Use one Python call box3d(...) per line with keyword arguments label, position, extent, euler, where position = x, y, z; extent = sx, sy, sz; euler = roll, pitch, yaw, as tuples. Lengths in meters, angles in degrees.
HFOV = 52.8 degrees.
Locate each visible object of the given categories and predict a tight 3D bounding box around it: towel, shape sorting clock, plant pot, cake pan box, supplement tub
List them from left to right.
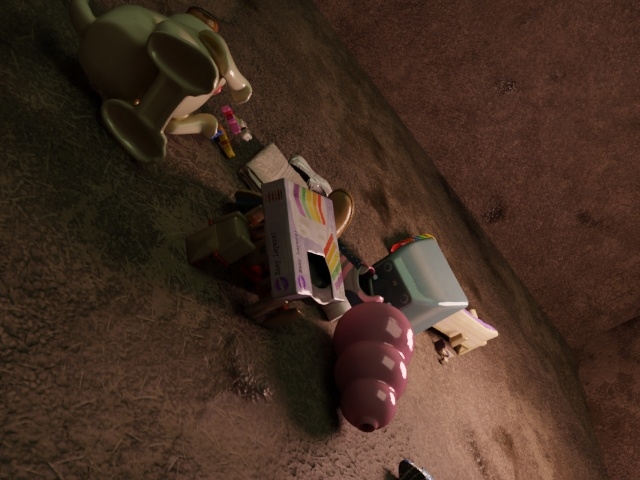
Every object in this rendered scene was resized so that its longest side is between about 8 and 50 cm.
box3d(label="shape sorting clock", position=(-0.120, -0.070, 1.601), extent=(0.206, 0.206, 0.040), euler=(38, 67, -36))
box3d(label="towel", position=(-0.128, -0.178, 1.865), extent=(0.187, 0.049, 0.282), euler=(52, 24, -13))
box3d(label="cake pan box", position=(-0.036, 0.016, 1.439), extent=(0.246, 0.070, 0.266), euler=(19, 61, -60))
box3d(label="supplement tub", position=(0.030, 0.154, 1.718), extent=(0.107, 0.071, 0.071), euler=(62, 24, 10))
box3d(label="plant pot", position=(0.245, 0.146, 1.943), extent=(0.252, 0.248, 0.247), euler=(4, 56, -55))

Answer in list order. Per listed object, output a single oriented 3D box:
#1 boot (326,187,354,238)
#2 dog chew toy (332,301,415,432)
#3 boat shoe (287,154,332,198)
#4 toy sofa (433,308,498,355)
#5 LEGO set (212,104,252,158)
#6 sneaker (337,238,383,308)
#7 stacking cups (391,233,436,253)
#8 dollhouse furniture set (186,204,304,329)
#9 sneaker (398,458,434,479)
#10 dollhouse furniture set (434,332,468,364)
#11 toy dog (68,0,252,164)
box3d(label="boot", position=(0.000, 0.000, 1.681), extent=(0.089, 0.236, 0.269), euler=(23, 21, 6))
box3d(label="dog chew toy", position=(0.124, 0.307, 1.559), extent=(0.206, 0.207, 0.331), euler=(44, 34, -26))
box3d(label="boat shoe", position=(-0.036, -0.190, 2.043), extent=(0.184, 0.066, 0.063), euler=(52, 38, -16))
box3d(label="toy sofa", position=(0.463, 0.261, 2.283), extent=(0.362, 0.177, 0.150), euler=(32, 34, -42))
box3d(label="LEGO set", position=(-0.240, -0.277, 1.716), extent=(0.227, 0.087, 0.093), euler=(1, 64, -84))
box3d(label="sneaker", position=(0.091, 0.080, 1.852), extent=(0.112, 0.131, 0.319), euler=(23, 40, -52))
box3d(label="stacking cups", position=(0.354, 0.037, 2.487), extent=(0.316, 0.096, 0.096), euler=(-13, 71, -60))
box3d(label="dollhouse furniture set", position=(-0.168, 0.047, 1.454), extent=(0.259, 0.135, 0.262), euler=(46, 24, -50))
box3d(label="sneaker", position=(0.239, 0.593, 1.601), extent=(0.162, 0.063, 0.073), euler=(50, 6, -25))
box3d(label="dollhouse furniture set", position=(0.470, 0.381, 2.226), extent=(0.081, 0.114, 0.091), euler=(44, 24, -36))
box3d(label="toy dog", position=(-0.359, -0.400, 1.495), extent=(0.395, 0.284, 0.408), euler=(34, 25, -2))
